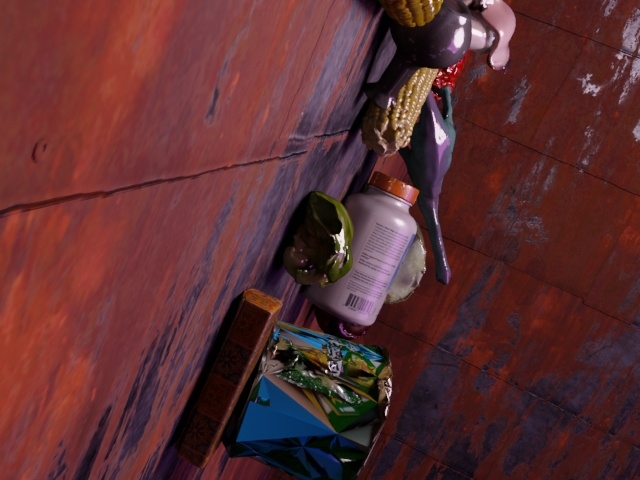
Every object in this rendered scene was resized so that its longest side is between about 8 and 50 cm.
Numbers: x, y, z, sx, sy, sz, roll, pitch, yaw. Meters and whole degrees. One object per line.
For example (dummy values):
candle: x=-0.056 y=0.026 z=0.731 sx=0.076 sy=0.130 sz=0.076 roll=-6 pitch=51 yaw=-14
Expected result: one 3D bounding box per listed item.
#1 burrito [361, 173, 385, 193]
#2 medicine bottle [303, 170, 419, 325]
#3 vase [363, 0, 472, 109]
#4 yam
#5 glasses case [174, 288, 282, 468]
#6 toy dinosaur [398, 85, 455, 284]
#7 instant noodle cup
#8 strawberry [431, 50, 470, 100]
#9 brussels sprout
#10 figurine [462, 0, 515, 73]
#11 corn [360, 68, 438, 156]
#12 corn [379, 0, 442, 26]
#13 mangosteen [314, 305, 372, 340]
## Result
burrito: x=0.102 y=-0.092 z=1.662 sx=0.171 sy=0.042 sz=0.051 roll=-56 pitch=179 yaw=-42
medicine bottle: x=0.091 y=0.012 z=1.468 sx=0.288 sy=0.157 sz=0.157 roll=-65 pitch=173 yaw=3
vase: x=0.129 y=-0.262 z=1.041 sx=0.183 sy=0.120 sz=0.120 roll=-53 pitch=-179 yaw=35
yam: x=0.149 y=0.025 z=1.702 sx=0.300 sy=0.195 sz=0.195 roll=-62 pitch=176 yaw=-79
glasses case: x=-0.117 y=0.170 z=0.934 sx=0.075 sy=0.049 sz=0.218 roll=-31 pitch=146 yaw=-80
toy dinosaur: x=0.230 y=-0.130 z=1.449 sx=0.383 sy=0.129 sz=0.331 roll=91 pitch=-11 yaw=-62
instant noodle cup: x=-0.030 y=0.224 z=1.046 sx=0.240 sy=0.178 sz=0.240 roll=-60 pitch=-165 yaw=27
strawberry: x=0.262 y=-0.385 z=1.578 sx=0.228 sy=0.098 sz=0.174 roll=-56 pitch=170 yaw=-45
brussels sprout: x=0.003 y=0.001 z=1.082 sx=0.181 sy=0.100 sz=0.139 roll=48 pitch=47 yaw=-71
figurine: x=0.322 y=-0.482 z=1.233 sx=0.361 sy=0.211 sz=0.253 roll=118 pitch=-7 yaw=-47
corn: x=0.137 y=-0.240 z=1.235 sx=0.086 sy=0.086 sz=0.288 roll=107 pitch=9 yaw=-51
corn: x=0.102 y=-0.289 z=0.837 sx=0.080 sy=0.080 sz=0.238 roll=-66 pitch=171 yaw=11
mangosteen: x=0.061 y=0.157 z=1.827 sx=0.180 sy=0.166 sz=0.166 roll=-114 pitch=-135 yaw=-67
